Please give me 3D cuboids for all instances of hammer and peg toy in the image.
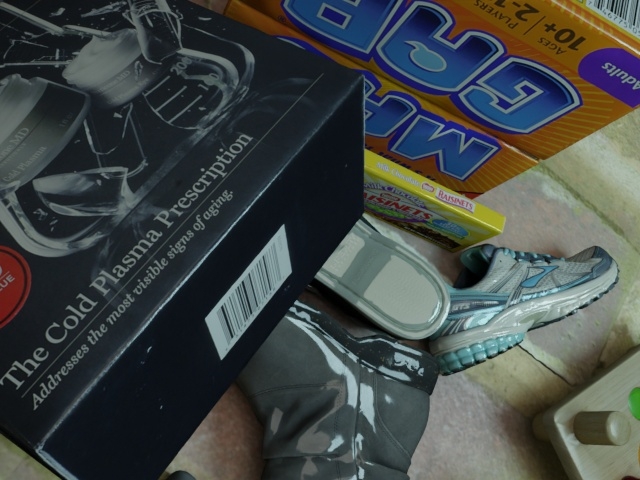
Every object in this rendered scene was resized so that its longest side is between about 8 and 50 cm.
[{"bbox_3d":[0.361,0.286,0.806,0.361,0.127,0.266,-26,88,-27],"label":"hammer and peg toy"}]

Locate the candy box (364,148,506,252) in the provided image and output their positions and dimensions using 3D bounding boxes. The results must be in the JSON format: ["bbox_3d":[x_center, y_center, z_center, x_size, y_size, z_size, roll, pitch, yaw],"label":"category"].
[{"bbox_3d":[0.096,-0.045,0.801,0.206,0.105,0.027,23,67,-15],"label":"candy box"}]

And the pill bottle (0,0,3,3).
[{"bbox_3d":[-0.287,-0.232,0.692,0.108,0.108,0.180,36,64,-10],"label":"pill bottle"}]

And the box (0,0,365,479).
[{"bbox_3d":[-0.182,-0.025,0.567,0.312,0.179,0.343,27,61,20],"label":"box"}]

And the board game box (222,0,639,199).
[{"bbox_3d":[0.125,-0.305,0.749,0.356,0.356,0.356,24,67,-14],"label":"board game box"}]

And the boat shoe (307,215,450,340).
[{"bbox_3d":[0.000,0.000,0.751,0.114,0.091,0.302,-43,85,-14],"label":"boat shoe"}]

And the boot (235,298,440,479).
[{"bbox_3d":[-0.040,0.176,0.673,0.338,0.118,0.222,21,68,-14],"label":"boot"}]

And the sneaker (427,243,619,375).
[{"bbox_3d":[0.235,0.048,0.834,0.283,0.110,0.122,-22,81,-27],"label":"sneaker"}]

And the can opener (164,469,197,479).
[{"bbox_3d":[-0.186,0.337,0.603,0.283,0.076,0.095,-45,127,-27],"label":"can opener"}]
